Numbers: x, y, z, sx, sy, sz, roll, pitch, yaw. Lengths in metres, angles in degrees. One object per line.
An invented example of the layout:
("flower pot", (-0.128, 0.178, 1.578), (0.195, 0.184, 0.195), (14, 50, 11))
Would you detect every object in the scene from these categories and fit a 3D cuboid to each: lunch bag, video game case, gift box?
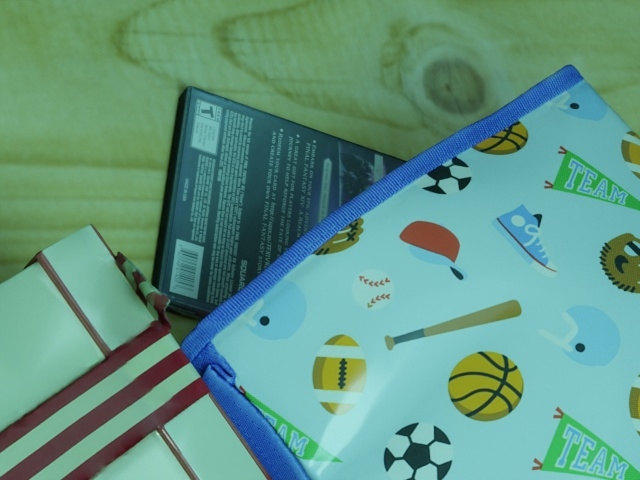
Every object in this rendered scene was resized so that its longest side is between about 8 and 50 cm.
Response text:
("lunch bag", (0.127, 0.110, 1.281), (0.385, 0.239, 0.328), (-32, 71, -35))
("video game case", (0.000, 0.000, 1.450), (0.274, 0.026, 0.196), (18, 59, -22))
("gift box", (-0.179, 0.161, 1.123), (0.258, 0.276, 0.255), (-34, 91, -38))
